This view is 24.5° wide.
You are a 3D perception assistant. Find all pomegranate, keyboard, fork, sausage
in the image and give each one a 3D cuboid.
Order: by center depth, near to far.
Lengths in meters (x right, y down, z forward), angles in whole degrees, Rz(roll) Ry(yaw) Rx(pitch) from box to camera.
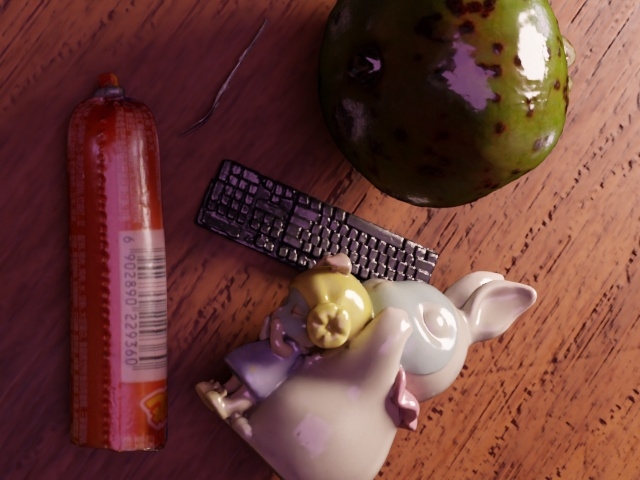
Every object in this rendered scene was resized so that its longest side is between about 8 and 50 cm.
[{"bbox_3d":[-0.149,0.014,1.072,0.074,0.074,0.274,-2,92,-16],"label":"sausage"},{"bbox_3d":[0.107,-0.127,1.098,0.248,0.202,0.202,-8,94,-45],"label":"pomegranate"},{"bbox_3d":[-0.071,-0.122,1.122,0.012,0.016,0.115,36,80,-6],"label":"fork"},{"bbox_3d":[0.000,0.000,1.144,0.195,0.018,0.060,24,82,-16],"label":"keyboard"}]

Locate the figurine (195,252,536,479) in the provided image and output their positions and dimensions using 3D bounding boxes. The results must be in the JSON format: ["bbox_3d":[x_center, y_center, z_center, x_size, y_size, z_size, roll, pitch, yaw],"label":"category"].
[{"bbox_3d":[0.037,0.077,1.098,0.235,0.127,0.155,-46,101,-10],"label":"figurine"}]
